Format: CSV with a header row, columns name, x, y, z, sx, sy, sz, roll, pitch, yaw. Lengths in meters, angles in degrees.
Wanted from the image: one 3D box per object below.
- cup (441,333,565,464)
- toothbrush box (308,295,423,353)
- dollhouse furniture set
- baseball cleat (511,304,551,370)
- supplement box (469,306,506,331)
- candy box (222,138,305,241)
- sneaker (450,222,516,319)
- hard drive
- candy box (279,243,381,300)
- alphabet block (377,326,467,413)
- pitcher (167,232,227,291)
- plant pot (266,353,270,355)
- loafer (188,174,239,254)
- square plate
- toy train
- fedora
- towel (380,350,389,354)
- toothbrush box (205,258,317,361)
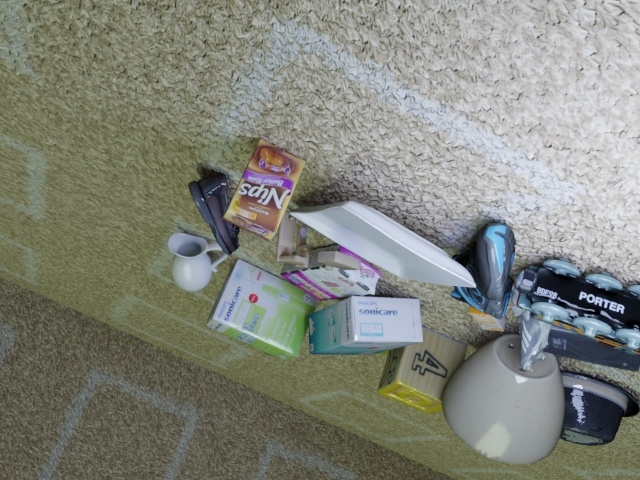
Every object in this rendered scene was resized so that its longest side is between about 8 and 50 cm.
name,x,y,z,sx,sy,sz,roll,pitch,yaw
cup,0.515,0.392,1.789,0.331,0.331,0.237,16,127,11
toothbrush box,0.120,0.247,1.888,0.216,0.126,0.295,5,161,-25
dollhouse furniture set,0.000,0.000,1.598,0.151,0.123,0.144,-3,166,34
baseball cleat,0.502,0.211,1.596,0.109,0.072,0.206,36,126,36
supplement box,0.436,0.198,1.728,0.062,0.036,0.098,1,149,38
candy box,-0.115,-0.104,1.367,0.109,0.186,0.053,25,155,-10
sneaker,0.342,0.070,1.441,0.140,0.125,0.341,16,153,21
hard drive,0.655,0.248,1.637,0.255,0.054,0.172,10,153,25
candy box,0.024,0.090,1.789,0.159,0.071,0.233,36,152,-30
alphabet block,0.310,0.396,2.036,0.193,0.197,0.192,22,156,-4
pitcher,-0.367,0.070,2.019,0.178,0.125,0.207,6,144,-2
plant pot,-0.124,0.283,2.211,0.167,0.167,0.165,25,146,-9
loafer,-0.239,-0.060,1.667,0.095,0.109,0.302,-26,151,-4
square plate,0.129,0.000,1.466,0.344,0.049,0.347,30,170,-18
toy train,0.571,0.146,1.414,0.334,0.142,0.190,18,164,8
fedora,0.757,0.507,1.966,0.334,0.152,0.334,17,154,8
towel,0.183,0.367,2.292,0.237,0.021,0.102,5,156,29
toothbrush box,-0.177,0.217,2.045,0.283,0.206,0.122,26,155,-10
